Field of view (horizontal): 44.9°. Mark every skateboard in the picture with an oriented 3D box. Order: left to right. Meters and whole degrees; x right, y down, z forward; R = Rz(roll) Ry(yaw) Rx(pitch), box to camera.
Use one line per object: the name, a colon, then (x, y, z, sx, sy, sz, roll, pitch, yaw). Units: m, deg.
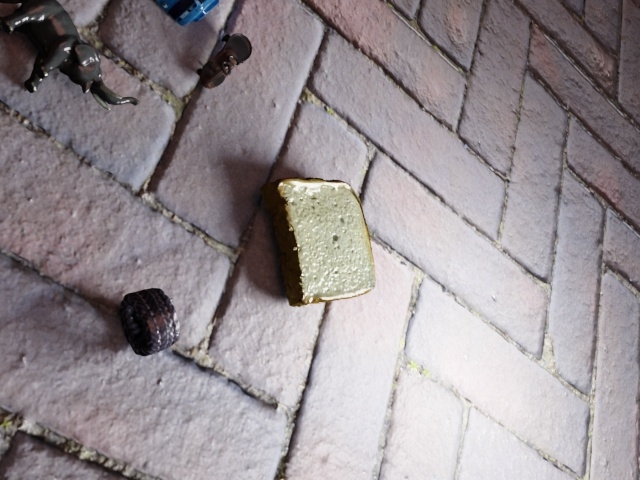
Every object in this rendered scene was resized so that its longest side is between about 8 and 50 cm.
skateboard: (-0.184, -0.357, 1.542, 0.067, 0.080, 0.151, 49, 51, -23)

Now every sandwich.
sandwich: (0.000, 0.000, 1.555, 0.226, 0.087, 0.251, -6, 80, -40)

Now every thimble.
thimble: (-0.278, 0.132, 1.262, 0.066, 0.095, 0.104, -16, 99, -41)

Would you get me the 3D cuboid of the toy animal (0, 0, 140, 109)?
toy animal: (-0.437, -0.303, 1.303, 0.269, 0.082, 0.137, 49, 50, -14)

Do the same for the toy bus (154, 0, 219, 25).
toy bus: (-0.242, -0.513, 1.546, 0.106, 0.090, 0.184, 49, 48, -19)
